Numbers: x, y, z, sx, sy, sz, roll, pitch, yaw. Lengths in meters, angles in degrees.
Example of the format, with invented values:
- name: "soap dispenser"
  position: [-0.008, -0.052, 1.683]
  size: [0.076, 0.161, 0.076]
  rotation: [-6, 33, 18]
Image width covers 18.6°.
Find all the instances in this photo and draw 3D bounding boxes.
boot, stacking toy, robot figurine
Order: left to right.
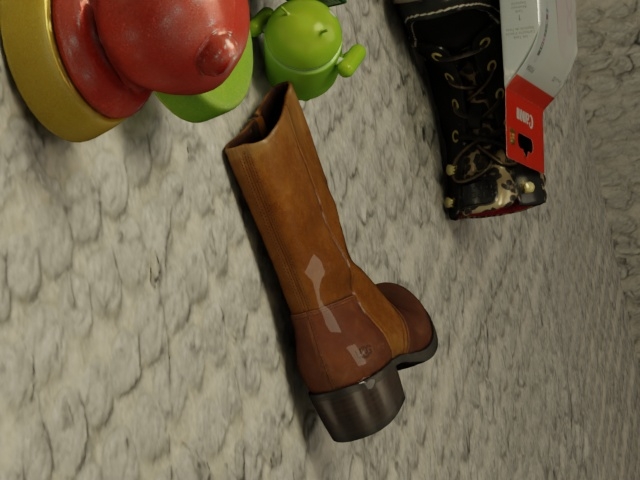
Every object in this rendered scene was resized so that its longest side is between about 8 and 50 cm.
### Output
- name: "stacking toy"
  position: [-0.087, -0.219, 1.264]
  size: [0.279, 0.130, 0.309]
  rotation: [6, 73, -64]
- name: "robot figurine"
  position: [-0.015, -0.163, 1.675]
  size: [0.067, 0.101, 0.115]
  rotation: [-62, 172, -20]
- name: "boot"
  position: [0.000, 0.000, 1.689]
  size: [0.280, 0.096, 0.264]
  rotation: [68, 24, -14]
- name: "boot"
  position: [0.185, -0.174, 2.362]
  size: [0.377, 0.138, 0.284]
  rotation: [12, 69, -80]

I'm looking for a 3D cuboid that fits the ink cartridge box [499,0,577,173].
- name: "ink cartridge box"
  position: [0.261, -0.206, 2.304]
  size: [0.189, 0.066, 0.232]
  rotation: [12, 71, -69]

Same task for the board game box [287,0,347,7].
- name: "board game box"
  position: [-0.067, -0.327, 1.581]
  size: [0.317, 0.046, 0.213]
  rotation: [18, 65, -66]
